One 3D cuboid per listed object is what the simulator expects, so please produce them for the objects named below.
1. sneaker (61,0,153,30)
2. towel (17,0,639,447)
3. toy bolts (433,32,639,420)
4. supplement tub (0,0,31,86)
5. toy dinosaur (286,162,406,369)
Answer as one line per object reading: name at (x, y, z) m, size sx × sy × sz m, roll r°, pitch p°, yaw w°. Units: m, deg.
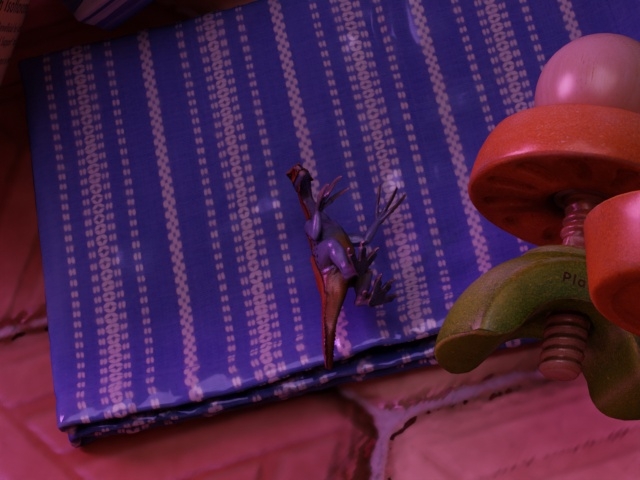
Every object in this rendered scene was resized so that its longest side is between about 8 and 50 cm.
sneaker at (-0.010, -0.230, 1.036) m, size 0.315 × 0.182 × 0.127 m, roll -47°, pitch 60°, yaw 18°
towel at (0.019, -0.042, 0.956) m, size 0.336 × 0.040 × 0.243 m, roll -14°, pitch 55°, yaw 4°
toy bolts at (0.187, -0.013, 0.780) m, size 0.229 × 0.218 × 0.158 m, roll 17°, pitch 69°, yaw -9°
supplement tub at (-0.232, -0.211, 0.931) m, size 0.241 × 0.241 × 0.331 m, roll 25°, pitch 99°, yaw 26°
toy dinosaur at (0.000, 0.000, 0.893) m, size 0.090 × 0.047 × 0.082 m, roll -50°, pitch 38°, yaw -7°
